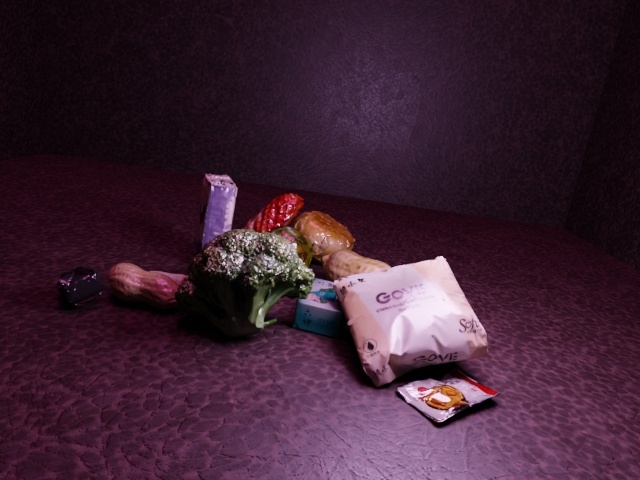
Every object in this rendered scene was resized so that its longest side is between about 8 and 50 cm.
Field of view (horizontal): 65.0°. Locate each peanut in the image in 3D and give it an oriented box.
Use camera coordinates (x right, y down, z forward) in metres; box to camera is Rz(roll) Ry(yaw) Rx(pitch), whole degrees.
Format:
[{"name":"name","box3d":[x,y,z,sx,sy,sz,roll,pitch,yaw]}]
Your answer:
[{"name":"peanut","box3d":[-0.545,0.147,1.544,0.256,0.124,0.123,17,17,14]},{"name":"peanut","box3d":[0.141,0.132,1.844,0.192,0.170,0.387,16,6,-41]}]

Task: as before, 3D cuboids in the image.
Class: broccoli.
[{"name":"broccoli","box3d":[-0.220,0.109,1.455,0.413,0.321,0.310,-4,34,-8]}]

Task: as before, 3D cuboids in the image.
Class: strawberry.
[{"name":"strawberry","box3d":[-0.215,-0.086,2.142,0.149,0.336,0.265,42,24,2]}]

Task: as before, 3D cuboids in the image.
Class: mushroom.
[{"name":"mushroom","box3d":[-0.499,0.142,1.670,0.209,0.084,0.071,8,-25,20]}]

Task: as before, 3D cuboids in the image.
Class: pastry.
[{"name":"pastry","box3d":[0.000,0.000,2.195,0.284,0.184,0.315,33,16,6]}]

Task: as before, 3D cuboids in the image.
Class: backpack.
[{"name":"backpack","box3d":[-0.719,0.135,1.503,0.120,0.106,0.165,-25,13,-25]}]

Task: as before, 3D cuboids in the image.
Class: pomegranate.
[{"name":"pomegranate","box3d":[-0.153,0.072,1.894,0.204,0.222,0.276,23,53,23]}]

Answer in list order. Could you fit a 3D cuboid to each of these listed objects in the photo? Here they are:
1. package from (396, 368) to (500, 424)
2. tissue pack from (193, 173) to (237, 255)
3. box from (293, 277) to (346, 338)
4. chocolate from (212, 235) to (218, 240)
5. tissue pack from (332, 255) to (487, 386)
[{"name":"package","box3d":[0.326,0.389,1.281,0.239,0.030,0.154,-4,18,-36]},{"name":"tissue pack","box3d":[-0.418,-0.081,1.976,0.125,0.344,0.242,5,15,-19]},{"name":"box","box3d":[0.018,0.214,1.630,0.153,0.092,0.245,11,16,11]},{"name":"chocolate","box3d":[-0.348,0.110,1.723,0.221,0.221,0.147,18,46,31]},{"name":"tissue pack","box3d":[0.252,0.223,1.452,0.375,0.195,0.390,-10,39,-11]}]
